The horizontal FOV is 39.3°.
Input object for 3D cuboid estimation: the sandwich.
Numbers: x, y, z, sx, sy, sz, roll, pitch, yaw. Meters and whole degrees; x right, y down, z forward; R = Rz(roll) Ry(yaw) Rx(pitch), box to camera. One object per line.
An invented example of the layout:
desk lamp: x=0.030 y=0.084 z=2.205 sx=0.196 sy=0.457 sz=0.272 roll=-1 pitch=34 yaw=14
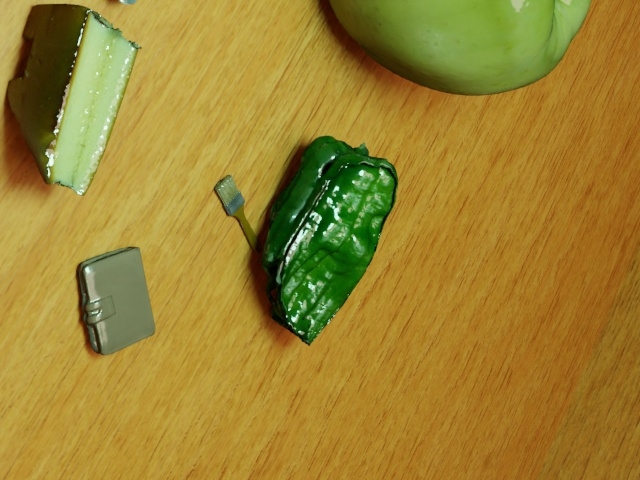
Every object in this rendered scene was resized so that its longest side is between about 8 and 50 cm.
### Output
sandwich: x=-0.346 y=-0.191 z=1.226 sx=0.122 sy=0.128 sz=0.235 roll=21 pitch=86 yaw=-51

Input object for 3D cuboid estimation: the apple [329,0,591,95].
apple: x=0.247 y=-0.476 z=1.561 sx=0.474 sy=0.474 sz=0.473 roll=-15 pitch=112 yaw=-44

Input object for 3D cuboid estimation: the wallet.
wallet: x=-0.318 y=0.094 z=1.396 sx=0.118 sy=0.039 sz=0.152 roll=-21 pitch=112 yaw=-44

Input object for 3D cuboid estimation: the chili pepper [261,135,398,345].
chili pepper: x=-0.009 y=-0.005 z=1.618 sx=0.213 sy=0.167 sz=0.385 roll=19 pitch=99 yaw=-33

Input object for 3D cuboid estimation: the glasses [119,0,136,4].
glasses: x=-0.235 y=-0.445 z=1.176 sx=0.234 sy=0.268 sz=0.118 roll=41 pitch=52 yaw=-43

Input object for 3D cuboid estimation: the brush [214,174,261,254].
brush: x=-0.138 y=-0.039 z=1.572 sx=0.043 sy=0.014 sz=0.170 roll=-48 pitch=133 yaw=-29
